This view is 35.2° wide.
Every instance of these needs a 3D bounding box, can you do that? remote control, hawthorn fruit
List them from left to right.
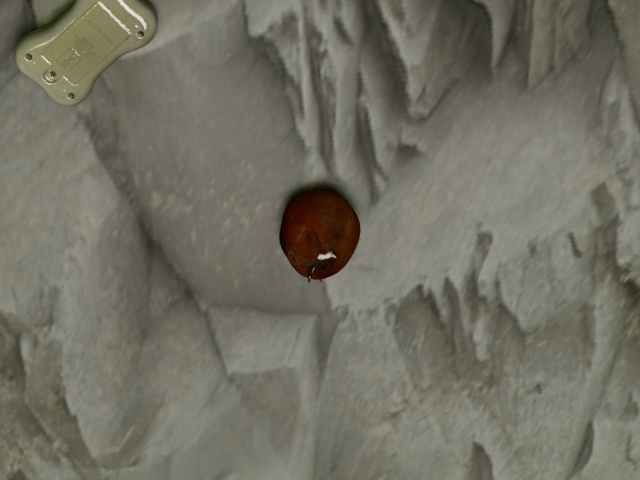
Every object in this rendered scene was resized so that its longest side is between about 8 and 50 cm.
[{"bbox_3d":[-0.200,-0.172,0.862,0.122,0.032,0.074,-36,118,16],"label":"remote control"},{"bbox_3d":[0.000,0.000,0.951,0.081,0.093,0.081,-3,123,-4],"label":"hawthorn fruit"}]
